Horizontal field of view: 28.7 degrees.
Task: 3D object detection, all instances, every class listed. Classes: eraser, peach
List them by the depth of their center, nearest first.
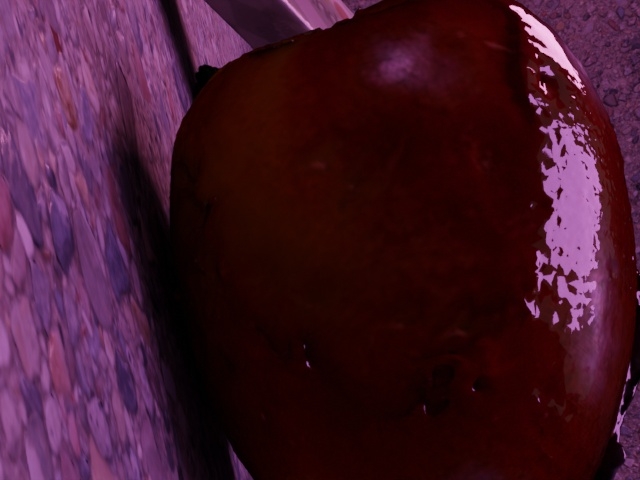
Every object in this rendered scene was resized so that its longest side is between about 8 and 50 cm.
[{"bbox_3d":[0.057,0.039,0.904,0.353,0.339,0.417,-40,118,-59],"label":"peach"},{"bbox_3d":[-0.036,-0.256,1.399,0.397,0.082,0.213,41,26,-40],"label":"eraser"}]

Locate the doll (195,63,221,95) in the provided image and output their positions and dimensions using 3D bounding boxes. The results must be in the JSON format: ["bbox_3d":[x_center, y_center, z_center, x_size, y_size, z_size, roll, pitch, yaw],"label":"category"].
[{"bbox_3d":[-0.084,-0.169,1.408,0.077,0.113,0.078,-100,180,-77],"label":"doll"}]
